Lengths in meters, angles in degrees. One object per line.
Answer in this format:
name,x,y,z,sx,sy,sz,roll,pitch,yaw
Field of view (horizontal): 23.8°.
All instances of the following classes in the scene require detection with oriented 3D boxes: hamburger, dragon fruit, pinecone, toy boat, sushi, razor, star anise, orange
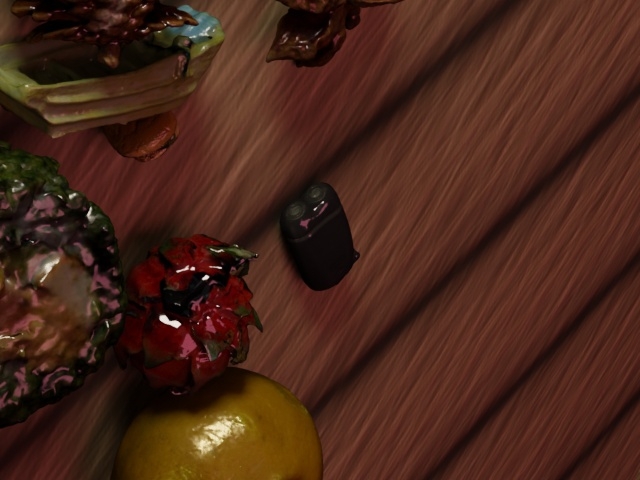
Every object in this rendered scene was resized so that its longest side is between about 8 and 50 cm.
hamburger,-0.195,-0.122,1.637,0.076,0.083,0.044,-49,153,-15
dragon fruit,-0.157,0.089,1.761,0.182,0.182,0.189,-14,106,-45
pinecone,-0.209,-0.279,1.437,0.185,0.168,0.212,-18,129,-36
toy boat,-0.219,-0.170,1.551,0.276,0.111,0.084,-24,136,-43
sushi,-0.372,0.045,1.462,0.352,0.178,0.294,-22,127,-36
razor,0.000,0.000,1.979,0.090,0.054,0.148,-41,139,-19
star anise,0.008,-0.287,1.757,0.196,0.111,0.212,30,97,-47
orange,-0.124,0.292,1.870,0.279,0.235,0.279,-42,153,-28
